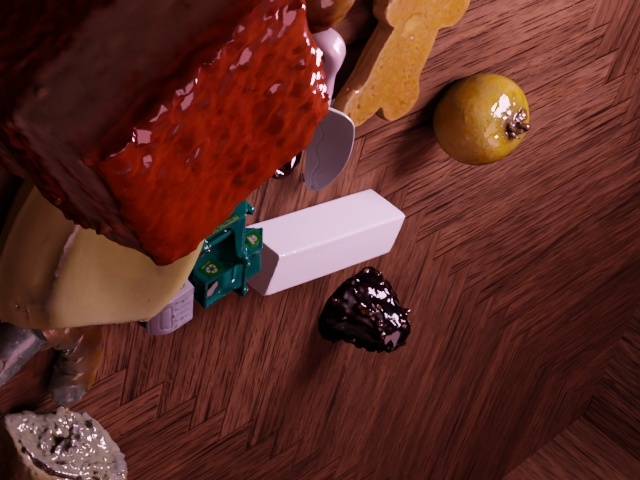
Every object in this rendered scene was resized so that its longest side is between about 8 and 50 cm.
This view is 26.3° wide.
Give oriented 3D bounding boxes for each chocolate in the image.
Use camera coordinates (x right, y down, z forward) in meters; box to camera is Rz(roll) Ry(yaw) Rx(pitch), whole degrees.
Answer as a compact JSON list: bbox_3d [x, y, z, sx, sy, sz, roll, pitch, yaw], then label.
[{"bbox_3d":[0.090,0.140,2.302,0.156,0.133,0.156,-36,149,-25],"label":"chocolate"}]

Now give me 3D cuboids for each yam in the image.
[{"bbox_3d":[-0.397,0.151,1.595,0.169,0.068,0.068,-47,154,-11],"label":"yam"}]

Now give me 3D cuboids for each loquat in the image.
[{"bbox_3d":[0.249,-0.188,2.115,0.163,0.163,0.137,-30,117,-37],"label":"loquat"}]

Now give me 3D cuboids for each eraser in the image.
[{"bbox_3d":[0.000,-0.001,2.029,0.298,0.078,0.076,-18,139,-49],"label":"eraser"}]

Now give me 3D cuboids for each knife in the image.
[{"bbox_3d":[0.007,-0.166,1.826,0.336,0.081,0.043,85,20,-58],"label":"knife"}]

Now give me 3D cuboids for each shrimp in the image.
[{"bbox_3d":[-0.346,0.161,1.716,0.166,0.049,0.161,-17,136,-48],"label":"shrimp"}]

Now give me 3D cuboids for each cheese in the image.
[{"bbox_3d":[-0.227,-0.043,1.543,0.260,0.128,0.315,-4,120,-53],"label":"cheese"}]

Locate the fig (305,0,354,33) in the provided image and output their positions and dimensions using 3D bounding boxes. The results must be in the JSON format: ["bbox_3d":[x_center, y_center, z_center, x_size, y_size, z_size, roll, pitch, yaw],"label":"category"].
[{"bbox_3d":[-0.013,-0.353,1.507,0.159,0.159,0.257,62,48,-63],"label":"fig"}]

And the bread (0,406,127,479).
[{"bbox_3d":[-0.360,0.341,1.770,0.246,0.176,0.196,-55,152,16],"label":"bread"}]

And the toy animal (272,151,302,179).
[{"bbox_3d":[-0.081,-0.150,1.634,0.179,0.116,0.218,-47,149,-19],"label":"toy animal"}]

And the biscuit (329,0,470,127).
[{"bbox_3d":[0.125,-0.311,1.863,0.216,0.047,0.339,-17,136,-54],"label":"biscuit"}]

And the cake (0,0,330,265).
[{"bbox_3d":[-0.185,-0.166,1.226,0.269,0.319,0.270,-46,154,-13],"label":"cake"}]

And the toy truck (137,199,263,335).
[{"bbox_3d":[-0.160,0.034,1.766,0.216,0.116,0.110,-34,150,-31],"label":"toy truck"}]
